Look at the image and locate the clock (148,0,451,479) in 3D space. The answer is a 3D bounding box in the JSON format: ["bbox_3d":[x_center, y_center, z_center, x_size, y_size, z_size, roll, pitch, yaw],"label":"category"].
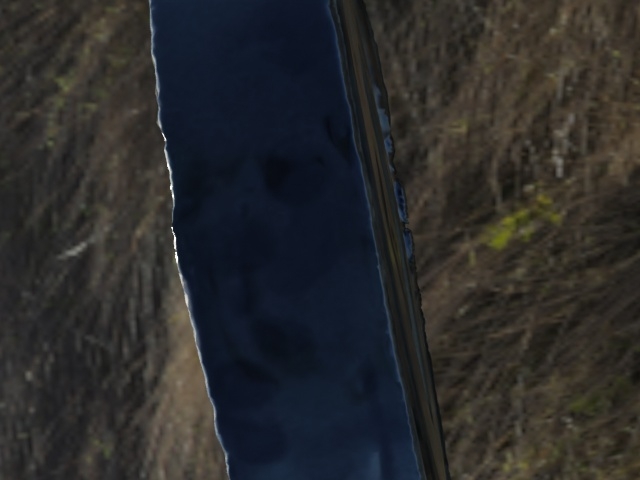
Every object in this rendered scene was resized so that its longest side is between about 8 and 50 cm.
[{"bbox_3d":[0.002,0.000,0.558,0.061,0.312,0.312,-11,81,5],"label":"clock"}]
